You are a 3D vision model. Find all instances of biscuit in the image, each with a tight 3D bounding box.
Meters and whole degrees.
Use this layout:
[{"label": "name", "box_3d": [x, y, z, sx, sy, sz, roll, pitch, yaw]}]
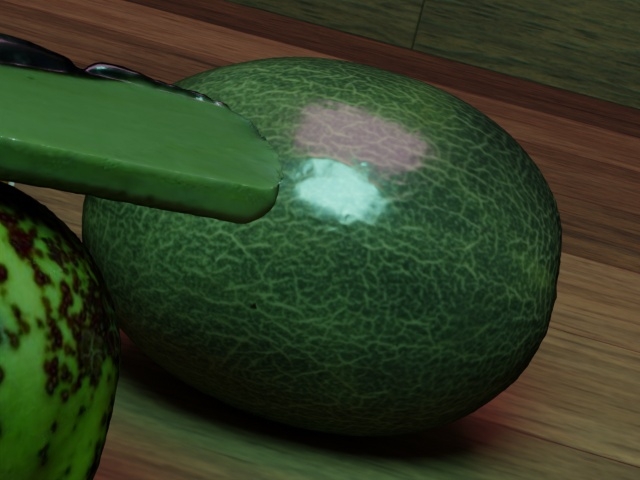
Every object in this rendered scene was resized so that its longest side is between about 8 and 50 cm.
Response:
[{"label": "biscuit", "box_3d": [-0.169, -0.061, 0.616, 0.323, 0.038, 0.099, 12, 27, -24]}]

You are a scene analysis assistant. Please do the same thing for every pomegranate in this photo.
[{"label": "pomegranate", "box_3d": [-0.198, 0.030, 0.677, 0.204, 0.222, 0.276, 21, 46, -34]}]

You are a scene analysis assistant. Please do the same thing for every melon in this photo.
[{"label": "melon", "box_3d": [0.000, 0.000, 0.957, 0.302, 0.237, 0.237, 14, 17, 0]}]

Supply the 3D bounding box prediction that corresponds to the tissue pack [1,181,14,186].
[{"label": "tissue pack", "box_3d": [-0.335, -0.039, 1.073, 0.226, 0.091, 0.183, 11, 17, -14]}]
